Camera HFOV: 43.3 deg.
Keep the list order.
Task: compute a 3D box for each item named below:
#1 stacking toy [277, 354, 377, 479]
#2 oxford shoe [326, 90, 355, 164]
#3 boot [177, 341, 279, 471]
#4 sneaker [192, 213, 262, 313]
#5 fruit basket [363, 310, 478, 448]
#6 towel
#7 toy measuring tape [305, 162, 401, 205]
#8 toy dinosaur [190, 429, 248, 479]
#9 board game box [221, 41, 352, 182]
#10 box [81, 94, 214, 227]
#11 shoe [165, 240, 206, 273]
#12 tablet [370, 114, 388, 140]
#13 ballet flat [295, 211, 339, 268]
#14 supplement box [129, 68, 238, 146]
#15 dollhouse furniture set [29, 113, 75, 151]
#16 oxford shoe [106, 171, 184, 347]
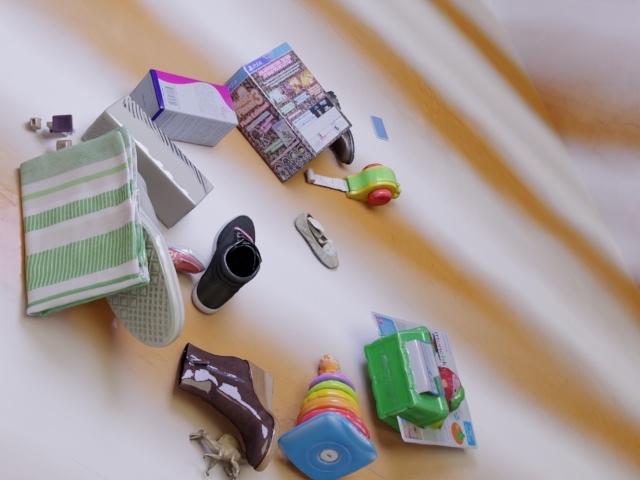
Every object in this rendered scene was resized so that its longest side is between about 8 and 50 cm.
[{"bbox_3d":[0.023,0.357,1.768,0.175,0.165,0.302,47,23,-25],"label":"stacking toy"},{"bbox_3d":[0.026,-0.312,2.291,0.096,0.083,0.227,-16,74,-31],"label":"oxford shoe"},{"bbox_3d":[-0.189,0.326,1.589,0.207,0.090,0.248,24,33,-22],"label":"boot"},{"bbox_3d":[-0.173,0.024,1.779,0.104,0.147,0.296,39,40,-16],"label":"sneaker"},{"bbox_3d":[0.272,0.346,1.999,0.353,0.165,0.327,16,52,-42],"label":"fruit basket"},{"bbox_3d":[-0.442,-0.038,1.488,0.038,0.248,0.325,51,24,-64],"label":"towel"},{"bbox_3d":[0.113,-0.169,2.238,0.330,0.121,0.121,12,55,-40],"label":"toy measuring tape"},{"bbox_3d":[-0.170,0.424,1.571,0.183,0.053,0.093,32,43,-26],"label":"toy dinosaur"},{"bbox_3d":[-0.095,-0.339,2.120,0.291,0.141,0.232,51,39,-5],"label":"board game box"},{"bbox_3d":[-0.371,-0.169,1.742,0.275,0.113,0.094,48,38,-11],"label":"box"},{"bbox_3d":[-0.325,0.046,1.678,0.178,0.063,0.081,28,47,-23],"label":"shoe"},{"bbox_3d":[0.184,-0.352,2.526,0.054,0.006,0.083,7,58,-43],"label":"tablet"},{"bbox_3d":[0.000,0.000,2.048,0.168,0.052,0.057,50,39,-8],"label":"ballet flat"},{"bbox_3d":[-0.319,-0.307,1.891,0.220,0.114,0.111,5,59,-43],"label":"supplement box"},{"bbox_3d":[-0.541,-0.194,1.665,0.081,0.091,0.114,63,24,-87],"label":"dollhouse furniture set"},{"bbox_3d":[-0.359,0.004,1.558,0.130,0.169,0.449,15,38,-58],"label":"oxford shoe"}]
